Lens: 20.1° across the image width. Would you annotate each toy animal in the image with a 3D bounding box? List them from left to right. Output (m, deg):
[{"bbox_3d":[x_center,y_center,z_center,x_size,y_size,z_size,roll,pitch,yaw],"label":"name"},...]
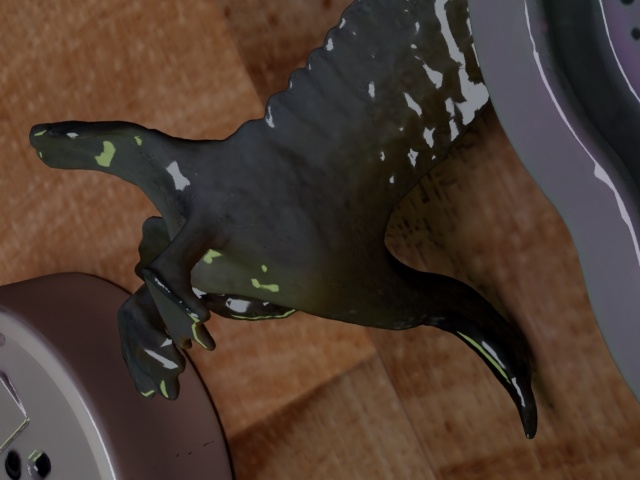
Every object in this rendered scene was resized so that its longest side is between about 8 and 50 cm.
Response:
[{"bbox_3d":[-0.008,0.009,0.674,0.197,0.160,0.272,59,141,13],"label":"toy animal"}]

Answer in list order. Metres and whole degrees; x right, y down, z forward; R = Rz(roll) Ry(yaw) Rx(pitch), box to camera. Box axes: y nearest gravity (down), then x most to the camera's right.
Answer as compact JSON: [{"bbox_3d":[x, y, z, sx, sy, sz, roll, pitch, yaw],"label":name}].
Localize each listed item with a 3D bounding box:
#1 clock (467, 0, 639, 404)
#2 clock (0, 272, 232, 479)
[{"bbox_3d":[0.199,-0.075,0.463,0.338,0.102,0.338,13,110,41],"label":"clock"},{"bbox_3d":[-0.130,0.117,0.866,0.197,0.068,0.197,13,110,42],"label":"clock"}]
